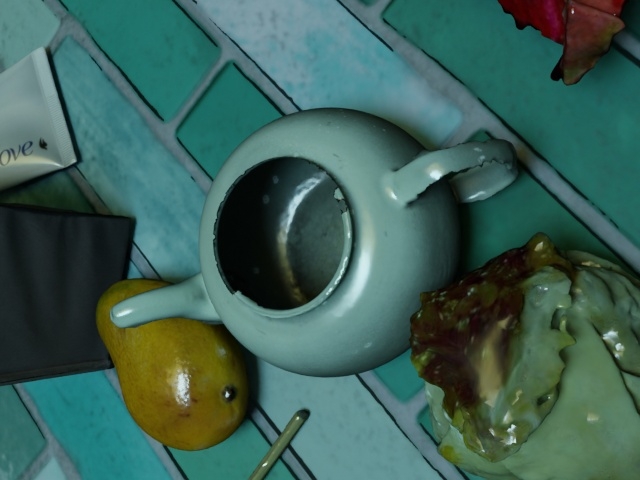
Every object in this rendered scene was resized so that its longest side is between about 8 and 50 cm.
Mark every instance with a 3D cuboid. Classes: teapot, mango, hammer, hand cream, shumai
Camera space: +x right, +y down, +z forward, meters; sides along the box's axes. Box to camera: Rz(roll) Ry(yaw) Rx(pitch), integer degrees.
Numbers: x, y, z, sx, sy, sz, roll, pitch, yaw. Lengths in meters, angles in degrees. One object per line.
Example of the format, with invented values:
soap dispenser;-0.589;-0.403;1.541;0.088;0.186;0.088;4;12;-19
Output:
teapot;0.000;0.000;0.523;0.294;0.129;0.193;-26;76;24
mango;-0.122;0.095;0.610;0.115;0.089;0.165;-42;66;29
hammer;-0.060;0.220;0.602;0.060;0.028;0.195;39;103;19
hand cream;-0.364;-0.086;0.760;0.248;0.083;0.133;-26;77;14
shumai;0.140;0.088;0.438;0.184;0.142;0.184;-3;84;31

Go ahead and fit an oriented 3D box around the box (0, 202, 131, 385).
box;-0.309;0.034;0.616;0.188;0.252;0.153;7;89;29

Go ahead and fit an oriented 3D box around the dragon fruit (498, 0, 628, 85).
dragon fruit;0.116;-0.302;0.441;0.282;0.100;0.343;-53;53;23
